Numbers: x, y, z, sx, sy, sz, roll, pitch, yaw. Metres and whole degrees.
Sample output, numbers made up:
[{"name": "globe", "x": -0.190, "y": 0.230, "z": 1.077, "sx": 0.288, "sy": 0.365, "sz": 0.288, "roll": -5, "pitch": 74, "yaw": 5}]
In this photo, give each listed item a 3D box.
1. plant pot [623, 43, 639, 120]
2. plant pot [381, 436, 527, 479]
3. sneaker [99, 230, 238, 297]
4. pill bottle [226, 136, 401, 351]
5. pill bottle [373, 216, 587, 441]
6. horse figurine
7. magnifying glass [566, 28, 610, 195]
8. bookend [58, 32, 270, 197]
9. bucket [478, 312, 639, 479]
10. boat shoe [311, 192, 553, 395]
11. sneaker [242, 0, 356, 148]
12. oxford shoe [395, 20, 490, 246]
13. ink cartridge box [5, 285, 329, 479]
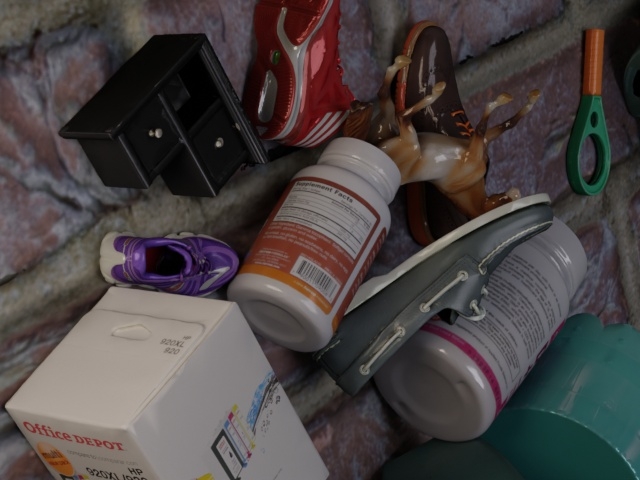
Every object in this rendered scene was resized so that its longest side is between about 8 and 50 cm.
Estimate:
[{"name": "plant pot", "x": 0.628, "y": -0.286, "z": 2.202, "sx": 0.334, "sy": 0.341, "sz": 0.341, "roll": -47, "pitch": 127, "yaw": -27}, {"name": "plant pot", "x": 0.170, "y": 0.334, "z": 1.741, "sx": 0.165, "sy": 0.234, "sz": 0.166, "roll": -28, "pitch": 120, "yaw": -3}, {"name": "sneaker", "x": -0.136, "y": 0.027, "z": 1.483, "sx": 0.170, "sy": 0.071, "sz": 0.068, "roll": 1, "pitch": 92, "yaw": -51}, {"name": "pill bottle", "x": 0.000, "y": 0.000, "z": 1.606, "sx": 0.121, "sy": 0.121, "sz": 0.216, "roll": 54, "pitch": 53, "yaw": -38}, {"name": "pill bottle", "x": 0.198, "y": 0.092, "z": 1.819, "sx": 0.283, "sy": 0.160, "sz": 0.160, "roll": -47, "pitch": 127, "yaw": -37}, {"name": "horse figurine", "x": 0.126, "y": -0.108, "z": 1.685, "sx": 0.263, "sy": 0.066, "sz": 0.174, "roll": 9, "pitch": 129, "yaw": -26}, {"name": "magnifying glass", "x": 0.377, "y": -0.178, "z": 2.120, "sx": 0.092, "sy": 0.026, "sz": 0.231, "roll": -2, "pitch": 94, "yaw": -50}, {"name": "bookend", "x": -0.146, "y": -0.091, "z": 1.461, "sx": 0.157, "sy": 0.072, "sz": 0.156, "roll": -51, "pitch": 129, "yaw": -34}, {"name": "bucket", "x": 0.322, "y": 0.253, "z": 1.894, "sx": 0.183, "sy": 0.281, "sz": 0.281, "roll": -44, "pitch": 125, "yaw": -45}, {"name": "boat shoe", "x": 0.133, "y": 0.058, "z": 1.677, "sx": 0.319, "sy": 0.116, "sz": 0.099, "roll": -30, "pitch": 80, "yaw": -9}, {"name": "sneaker", "x": -0.008, "y": -0.204, "z": 1.626, "sx": 0.128, "sy": 0.087, "sz": 0.221, "roll": 18, "pitch": 91, "yaw": -58}, {"name": "oxford shoe", "x": 0.156, "y": -0.125, "z": 1.799, "sx": 0.097, "sy": 0.098, "sz": 0.271, "roll": -23, "pitch": 111, "yaw": -47}, {"name": "ink cartridge box", "x": -0.138, "y": 0.186, "z": 1.416, "sx": 0.168, "sy": 0.171, "sz": 0.233, "roll": -51, "pitch": 129, "yaw": -35}]
